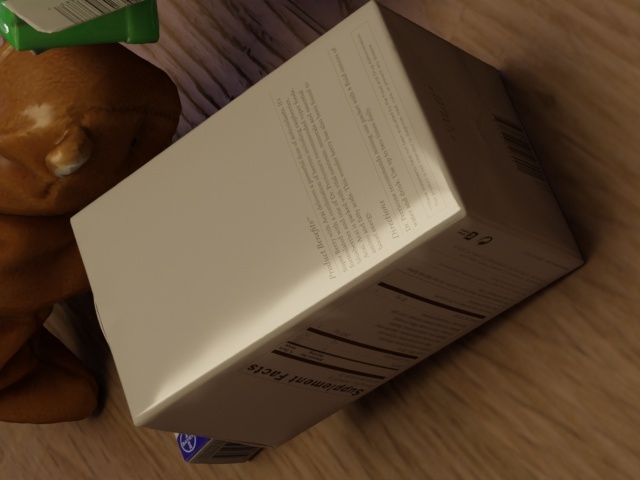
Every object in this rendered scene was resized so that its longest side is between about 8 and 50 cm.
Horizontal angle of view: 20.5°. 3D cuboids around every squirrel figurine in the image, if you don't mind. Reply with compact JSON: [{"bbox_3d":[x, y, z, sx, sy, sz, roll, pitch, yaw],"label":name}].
[{"bbox_3d":[-0.310,-0.044,1.488,0.370,0.397,0.281,-44,50,48],"label":"squirrel figurine"}]

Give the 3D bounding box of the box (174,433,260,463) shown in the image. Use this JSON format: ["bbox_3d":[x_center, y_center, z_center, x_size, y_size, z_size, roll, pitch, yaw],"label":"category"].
[{"bbox_3d":[-0.075,0.094,1.457,0.126,0.072,0.137,-46,55,35],"label":"box"}]

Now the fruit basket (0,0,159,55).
[{"bbox_3d":[-0.128,-0.275,1.378,0.327,0.353,0.165,43,142,40],"label":"fruit basket"}]

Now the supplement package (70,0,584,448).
[{"bbox_3d":[0.000,0.000,1.258,0.293,0.175,0.177,-33,62,24],"label":"supplement package"}]
